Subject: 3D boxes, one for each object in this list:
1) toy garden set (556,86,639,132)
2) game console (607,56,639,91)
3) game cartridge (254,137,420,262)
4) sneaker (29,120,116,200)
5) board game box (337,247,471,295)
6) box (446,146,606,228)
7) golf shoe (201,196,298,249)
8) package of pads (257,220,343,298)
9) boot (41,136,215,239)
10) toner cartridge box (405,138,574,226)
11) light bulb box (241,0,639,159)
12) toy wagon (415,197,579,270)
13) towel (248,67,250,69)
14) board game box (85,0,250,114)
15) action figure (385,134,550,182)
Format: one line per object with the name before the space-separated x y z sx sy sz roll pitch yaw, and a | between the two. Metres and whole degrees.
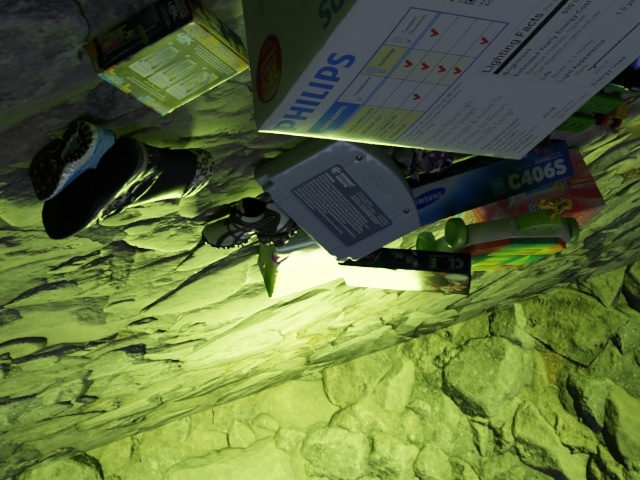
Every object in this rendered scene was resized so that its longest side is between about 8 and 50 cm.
toy garden set | 0.564 -0.286 2.110 0.204 0.049 0.244 0 152 -46
game console | 0.585 -0.316 1.737 0.293 0.173 0.250 -1 -166 -16
game cartridge | 0.044 -0.079 1.936 0.196 0.060 0.294 -24 140 19
sneaker | -0.338 -0.104 1.557 0.162 0.063 0.073 -33 162 34
board game box | 0.163 0.057 2.143 0.243 0.042 0.165 4 165 9
box | 0.423 -0.081 2.375 0.300 0.154 0.142 -11 158 -27
golf shoe | -0.134 -0.039 1.984 0.198 0.094 0.077 -5 -146 31
package of pads | 0.000 0.000 2.202 0.229 0.101 0.296 -17 162 -12
boot | -0.285 -0.071 1.681 0.236 0.085 0.178 -34 161 33
toner cartridge box | 0.286 -0.110 2.148 0.348 0.075 0.165 -18 -171 -12
light bulb box | 0.146 -0.278 1.222 0.361 0.225 0.358 4 153 -26
toy wagon | 0.351 -0.006 2.118 0.267 0.068 0.344 -1 168 -22
towel | -0.059 -0.244 1.552 0.060 0.009 0.083 -31 160 26
board game box | -0.183 -0.228 1.391 0.141 0.048 0.170 -28 161 12
action figure | 0.256 -0.173 2.001 0.285 0.099 0.185 -6 169 -1
